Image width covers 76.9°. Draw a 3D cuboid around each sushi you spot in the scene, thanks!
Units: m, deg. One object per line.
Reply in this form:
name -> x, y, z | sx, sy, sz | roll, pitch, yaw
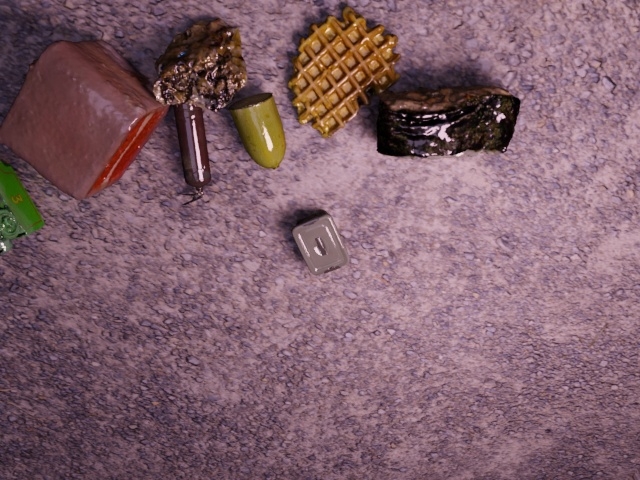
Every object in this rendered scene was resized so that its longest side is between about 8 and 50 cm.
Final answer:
sushi -> 0.304, -0.290, 0.985 | 0.349, 0.211, 0.171 | -4, 109, -6

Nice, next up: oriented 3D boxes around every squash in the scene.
squash -> -0.145, -0.272, 1.026 | 0.123, 0.123, 0.187 | -18, 116, 6

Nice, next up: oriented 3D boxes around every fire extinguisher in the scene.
fire extinguisher -> -0.341, -0.227, 1.057 | 0.089, 0.072, 0.268 | -10, 114, -20

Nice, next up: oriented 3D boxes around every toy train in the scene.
toy train -> -0.852, -0.092, 1.039 | 0.132, 0.188, 0.243 | -16, 114, 4

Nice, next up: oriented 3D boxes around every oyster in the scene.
oyster -> -0.282, -0.422, 0.952 | 0.214, 0.083, 0.223 | -1, 90, -12

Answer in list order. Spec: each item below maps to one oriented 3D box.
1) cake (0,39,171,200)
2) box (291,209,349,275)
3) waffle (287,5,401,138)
cake -> -0.542, -0.278, 0.949 | 0.230, 0.237, 0.309 | 38, 109, -13
box -> 0.000, 0.000, 1.155 | 0.124, 0.093, 0.172 | -21, 112, 7
waffle -> 0.061, -0.407, 1.001 | 0.283, 0.065, 0.310 | 6, 114, -3
